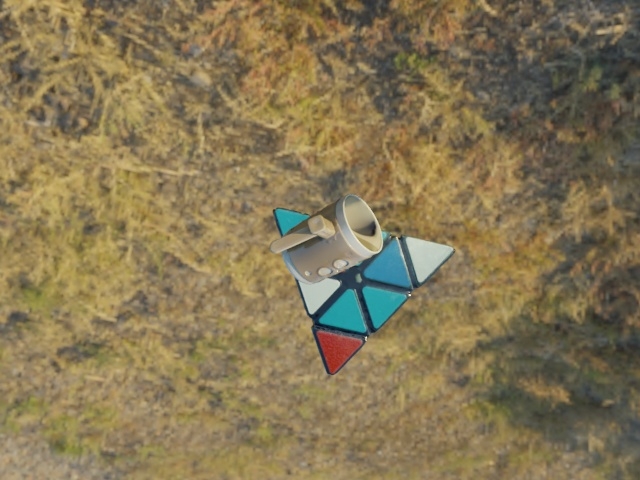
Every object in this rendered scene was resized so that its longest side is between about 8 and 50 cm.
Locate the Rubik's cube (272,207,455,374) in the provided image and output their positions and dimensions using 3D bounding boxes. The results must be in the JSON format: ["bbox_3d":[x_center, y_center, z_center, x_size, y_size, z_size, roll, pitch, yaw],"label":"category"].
[{"bbox_3d":[0.098,0.066,1.308,0.234,0.250,0.284,-13,156,25],"label":"Rubik's cube"}]

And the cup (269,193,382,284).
[{"bbox_3d":[0.005,0.006,0.956,0.099,0.074,0.102,-30,-176,29],"label":"cup"}]
